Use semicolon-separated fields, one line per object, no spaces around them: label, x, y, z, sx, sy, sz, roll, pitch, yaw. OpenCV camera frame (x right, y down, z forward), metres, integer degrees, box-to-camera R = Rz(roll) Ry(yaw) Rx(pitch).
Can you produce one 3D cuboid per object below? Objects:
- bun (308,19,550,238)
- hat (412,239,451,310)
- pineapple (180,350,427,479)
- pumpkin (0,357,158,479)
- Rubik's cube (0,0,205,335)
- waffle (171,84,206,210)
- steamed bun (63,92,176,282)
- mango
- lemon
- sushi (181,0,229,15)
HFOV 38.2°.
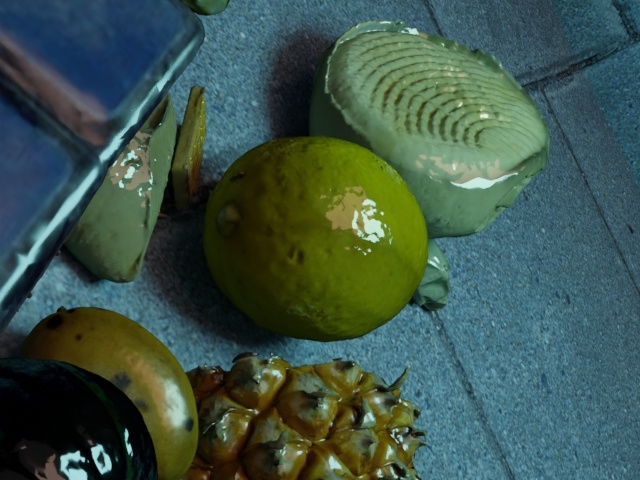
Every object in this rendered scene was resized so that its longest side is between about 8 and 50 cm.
bun;0.139;-0.139;1.325;0.364;0.202;0.364;15;43;-14
hat;0.142;0.017;1.368;0.122;0.081;0.166;8;53;-55
pineapple;0.017;0.274;0.887;0.344;0.209;0.286;25;50;-43
pumpkin;-0.239;0.186;0.611;0.248;0.248;0.248;33;44;-39
Rubik's cube;-0.324;-0.035;0.419;0.363;0.359;0.362;42;45;-20
waffle;-0.145;-0.100;1.038;0.021;0.092;0.135;7;52;-1
steamed bun;-0.210;-0.104;0.919;0.231;0.110;0.212;54;34;-20
mango;-0.175;0.130;0.790;0.178;0.090;0.115;37;76;5
lemon;-0.003;-0.002;1.030;0.263;0.236;0.236;14;56;-71
sushi;-0.238;-0.374;0.933;0.328;0.285;0.328;-20;80;-36
